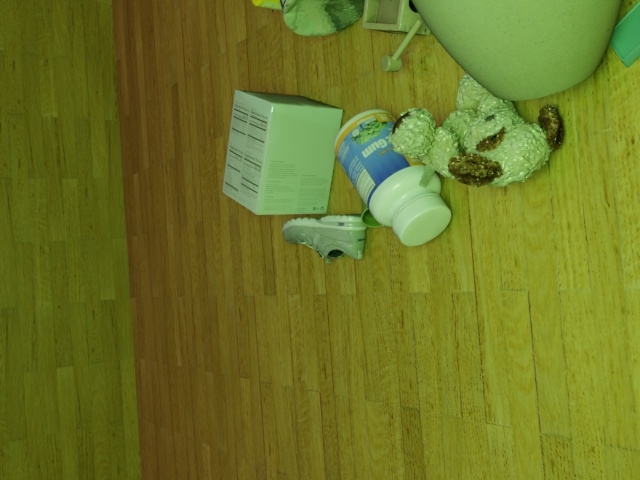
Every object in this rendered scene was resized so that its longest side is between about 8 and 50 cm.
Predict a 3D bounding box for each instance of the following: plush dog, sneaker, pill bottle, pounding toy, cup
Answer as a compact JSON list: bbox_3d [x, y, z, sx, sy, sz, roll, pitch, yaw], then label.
[{"bbox_3d":[0.282,-0.157,1.195,0.225,0.262,0.210,37,155,59],"label":"plush dog"},{"bbox_3d":[0.000,0.000,1.678,0.281,0.105,0.115,-3,89,55],"label":"sneaker"},{"bbox_3d":[0.148,-0.125,1.415,0.272,0.152,0.152,60,137,33],"label":"pill bottle"},{"bbox_3d":[0.174,-0.439,1.406,0.181,0.094,0.206,27,114,52],"label":"pounding toy"},{"bbox_3d":[0.313,-0.355,1.061,0.331,0.331,0.237,18,140,54],"label":"cup"}]

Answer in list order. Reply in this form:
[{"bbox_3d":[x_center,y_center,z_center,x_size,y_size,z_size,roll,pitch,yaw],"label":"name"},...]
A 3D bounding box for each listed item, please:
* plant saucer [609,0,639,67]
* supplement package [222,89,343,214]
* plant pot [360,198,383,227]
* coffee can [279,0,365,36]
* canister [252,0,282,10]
[{"bbox_3d":[0.494,-0.342,1.016,0.192,0.018,0.067,-50,53,43],"label":"plant saucer"},{"bbox_3d":[-0.097,-0.216,1.722,0.198,0.199,0.262,32,118,51],"label":"supplement package"},{"bbox_3d":[0.121,-0.084,1.533,0.083,0.083,0.079,-54,37,42],"label":"plant pot"},{"bbox_3d":[-0.019,-0.632,1.580,0.201,0.202,0.275,-38,62,50],"label":"coffee can"},{"bbox_3d":[-0.087,-0.614,1.707,0.073,0.170,0.126,-39,61,50],"label":"canister"}]
